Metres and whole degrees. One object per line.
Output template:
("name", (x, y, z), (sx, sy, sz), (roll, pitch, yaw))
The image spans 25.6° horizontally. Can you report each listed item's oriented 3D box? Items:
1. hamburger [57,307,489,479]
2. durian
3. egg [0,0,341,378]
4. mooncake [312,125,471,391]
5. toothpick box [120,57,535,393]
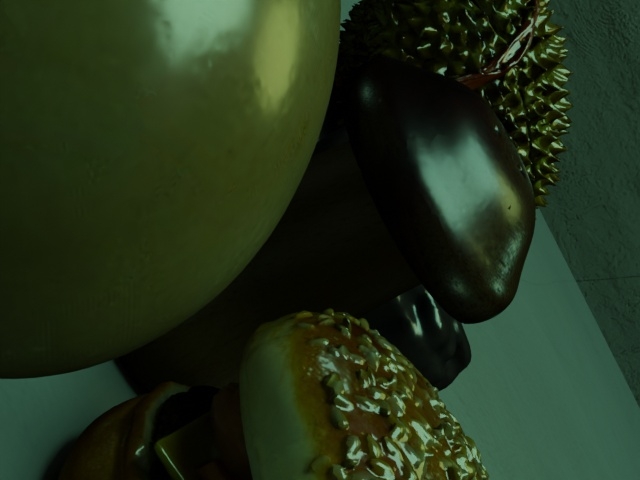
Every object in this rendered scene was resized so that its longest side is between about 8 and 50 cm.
("hamburger", (-0.005, 0.186, 0.820), (0.291, 0.225, 0.291), (59, 15, -26))
("durian", (0.161, -0.182, 1.746), (0.348, 0.347, 0.384), (-81, 174, -63))
("egg", (-0.138, -0.110, 0.693), (0.301, 0.301, 0.374), (50, 25, -41))
("mooncake", (0.052, 0.026, 1.380), (0.283, 0.141, 0.283), (58, 17, -30))
("toothpick box", (0.000, 0.000, 0.972), (0.192, 0.294, 0.192), (55, 19, -30))
